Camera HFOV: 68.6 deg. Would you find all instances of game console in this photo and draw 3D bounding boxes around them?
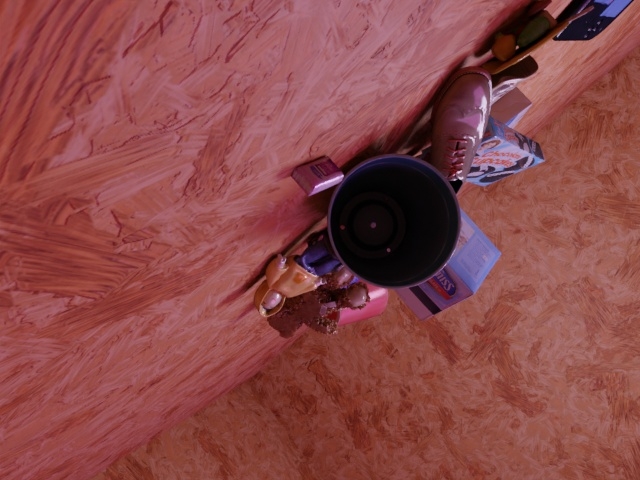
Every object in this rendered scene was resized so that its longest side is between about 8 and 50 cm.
[{"bbox_3d":[0.751,-0.646,1.116,0.342,0.060,0.386,-29,164,-43],"label":"game console"}]

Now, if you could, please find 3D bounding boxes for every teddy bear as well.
[{"bbox_3d":[-0.011,0.175,1.434,0.338,0.245,0.113,-47,-166,30],"label":"teddy bear"}]

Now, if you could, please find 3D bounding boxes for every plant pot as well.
[{"bbox_3d":[0.141,-0.039,1.062,0.272,0.271,0.255,-39,-177,-2],"label":"plant pot"},{"bbox_3d":[0.106,0.237,1.983,0.243,0.275,0.275,-19,158,-38],"label":"plant pot"}]

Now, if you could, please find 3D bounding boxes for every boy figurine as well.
[{"bbox_3d":[-0.067,0.088,1.184,0.285,0.092,0.177,-35,138,14],"label":"boy figurine"}]

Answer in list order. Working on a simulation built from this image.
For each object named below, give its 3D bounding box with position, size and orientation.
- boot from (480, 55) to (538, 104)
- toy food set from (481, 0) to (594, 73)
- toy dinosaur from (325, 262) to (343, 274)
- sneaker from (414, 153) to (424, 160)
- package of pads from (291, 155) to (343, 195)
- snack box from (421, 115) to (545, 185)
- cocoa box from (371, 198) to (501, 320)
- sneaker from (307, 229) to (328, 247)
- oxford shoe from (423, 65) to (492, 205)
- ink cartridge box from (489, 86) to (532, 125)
[{"bbox_3d":[0.384,-0.338,1.087,0.213,0.077,0.165,-29,165,-17],"label":"boot"},{"bbox_3d":[0.405,-0.412,0.923,0.218,0.071,0.128,-37,-168,-13],"label":"toy food set"},{"bbox_3d":[0.087,-0.011,1.306,0.268,0.064,0.118,-62,-175,-11],"label":"toy dinosaur"},{"bbox_3d":[0.248,-0.174,1.222,0.185,0.084,0.069,-25,-174,-35],"label":"sneaker"},{"bbox_3d":[-0.004,-0.111,0.806,0.083,0.050,0.032,-28,164,-41],"label":"package of pads"},{"bbox_3d":[0.431,-0.221,1.226,0.322,0.060,0.187,4,159,-45],"label":"snack box"},{"bbox_3d":[0.305,0.013,1.385,0.231,0.347,0.228,-39,176,-41],"label":"cocoa box"},{"bbox_3d":[0.000,0.000,1.276,0.057,0.047,0.119,-13,-175,22],"label":"sneaker"},{"bbox_3d":[0.295,-0.197,1.012,0.348,0.123,0.130,89,5,-50],"label":"oxford shoe"},{"bbox_3d":[0.567,-0.373,1.515,0.134,0.078,0.231,-37,168,-8],"label":"ink cartridge box"}]
